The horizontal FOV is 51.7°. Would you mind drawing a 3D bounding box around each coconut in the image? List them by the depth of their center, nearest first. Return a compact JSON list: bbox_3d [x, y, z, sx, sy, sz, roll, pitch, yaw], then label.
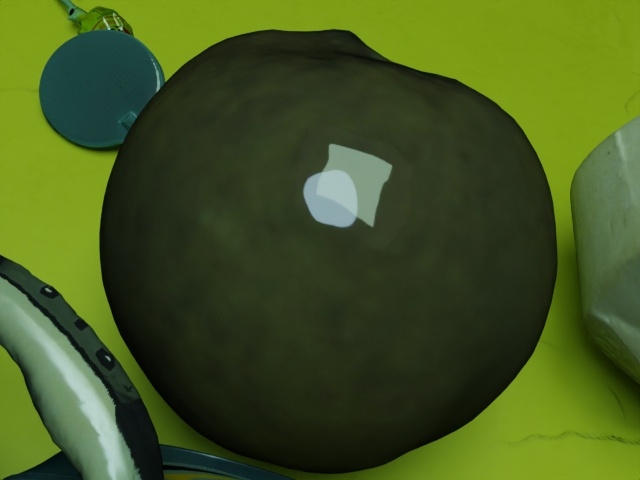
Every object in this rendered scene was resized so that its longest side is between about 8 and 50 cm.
[{"bbox_3d":[0.377,0.005,0.577,0.323,0.323,0.322,8,52,-10],"label":"coconut"}]

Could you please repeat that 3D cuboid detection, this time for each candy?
[{"bbox_3d":[-0.272,-0.258,0.743,0.058,0.062,0.194,-26,54,-33],"label":"candy"}]

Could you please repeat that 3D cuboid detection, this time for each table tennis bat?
[{"bbox_3d":[-0.194,-0.125,0.651,0.124,0.033,0.201,-41,79,-6],"label":"table tennis bat"}]

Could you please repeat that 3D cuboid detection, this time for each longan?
[{"bbox_3d":[0.000,0.000,0.465,0.319,0.318,0.318,8,52,-10],"label":"longan"}]

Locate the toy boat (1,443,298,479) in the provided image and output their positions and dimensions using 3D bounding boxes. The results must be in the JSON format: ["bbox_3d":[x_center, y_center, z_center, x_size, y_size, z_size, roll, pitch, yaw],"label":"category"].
[{"bbox_3d":[-0.058,0.200,0.408,0.296,0.114,0.122,17,42,-2],"label":"toy boat"}]

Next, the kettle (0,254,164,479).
[{"bbox_3d":[-0.236,0.150,0.312,0.324,0.228,0.321,41,74,10],"label":"kettle"}]
